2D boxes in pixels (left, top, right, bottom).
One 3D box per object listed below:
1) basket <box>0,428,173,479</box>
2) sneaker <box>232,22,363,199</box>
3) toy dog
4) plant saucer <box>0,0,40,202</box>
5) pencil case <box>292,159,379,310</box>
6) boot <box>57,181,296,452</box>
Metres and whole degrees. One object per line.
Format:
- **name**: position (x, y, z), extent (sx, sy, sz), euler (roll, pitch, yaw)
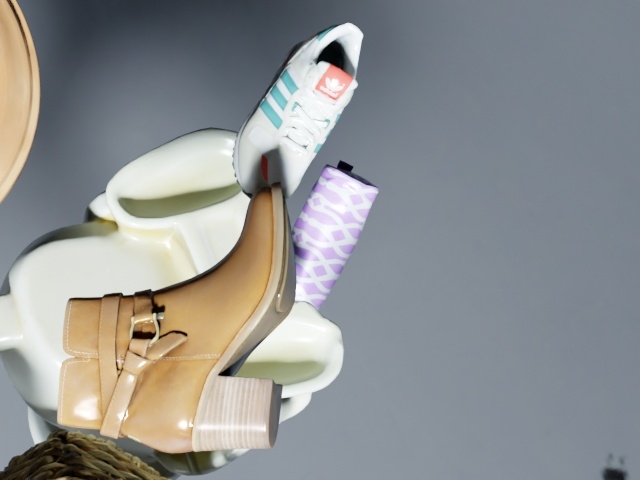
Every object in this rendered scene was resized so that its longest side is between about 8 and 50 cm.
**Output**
- **basket**: position (-0.184, 0.341, 1.135), extent (0.213, 0.223, 0.299), euler (-34, 112, 10)
- **sneaker**: position (-0.013, -0.101, 1.003), extent (0.057, 0.075, 0.161), euler (33, 61, -17)
- **toy dog**: position (-0.191, 0.144, 1.368), extent (0.395, 0.408, 0.284), euler (-25, 70, -23)
- **plant saucer**: position (-0.245, -0.083, 0.687), extent (0.200, 0.037, 0.200), euler (1, 88, -18)
- **pencil case**: position (0.000, 0.000, 1.727), extent (0.086, 0.088, 0.206), euler (27, 97, -11)
- **boot**: position (-0.098, 0.046, 0.910), extent (0.152, 0.073, 0.197), euler (4, 67, 8)
